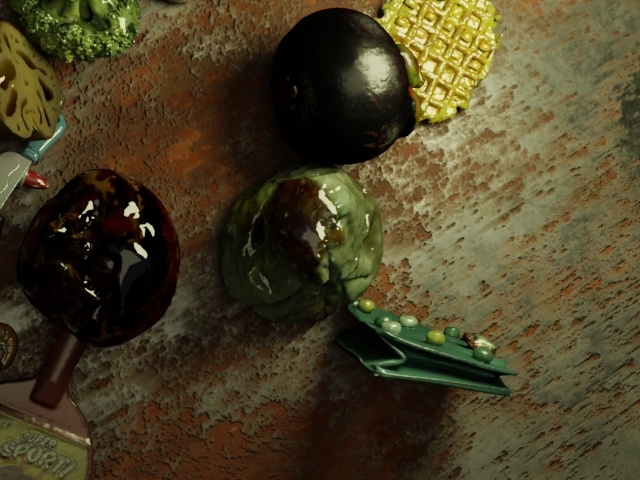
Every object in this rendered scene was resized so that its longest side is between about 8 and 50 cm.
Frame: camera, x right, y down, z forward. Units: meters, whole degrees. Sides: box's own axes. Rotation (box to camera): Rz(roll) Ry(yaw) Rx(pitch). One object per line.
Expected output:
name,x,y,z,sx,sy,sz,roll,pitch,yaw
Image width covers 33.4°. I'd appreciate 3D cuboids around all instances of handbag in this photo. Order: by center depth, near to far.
handbag,0.178,0.184,1.877,0.274,0.268,0.100,13,93,-12

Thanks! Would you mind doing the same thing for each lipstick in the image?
lipstick,-0.545,-0.125,1.783,0.186,0.057,0.063,24,52,-20

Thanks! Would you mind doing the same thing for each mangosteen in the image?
mangosteen,0.064,-0.274,1.883,0.302,0.275,0.275,-12,90,-34

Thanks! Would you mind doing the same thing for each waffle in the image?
waffle,0.223,-0.361,2.035,0.280,0.060,0.262,-17,95,-16

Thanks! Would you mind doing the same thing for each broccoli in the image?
broccoli,-0.418,-0.407,1.778,0.198,0.176,0.226,-32,118,-28

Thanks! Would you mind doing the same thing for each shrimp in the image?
shrimp,-0.568,0.174,1.771,0.127,0.025,0.091,16,83,-18

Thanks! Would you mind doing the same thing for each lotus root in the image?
lotus root,-0.542,-0.230,1.723,0.180,0.188,0.199,-13,52,15

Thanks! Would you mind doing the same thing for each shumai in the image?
shumai,0.000,0.000,1.836,0.304,0.263,0.309,19,81,-13

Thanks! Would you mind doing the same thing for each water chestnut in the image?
water chestnut,-0.355,0.027,1.733,0.289,0.244,0.289,1,88,-20

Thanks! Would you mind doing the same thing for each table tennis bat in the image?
table tennis bat,-0.493,0.331,1.776,0.268,0.051,0.415,27,82,-14

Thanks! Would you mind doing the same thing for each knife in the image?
knife,-0.503,-0.127,1.766,0.058,0.032,0.244,38,57,-12

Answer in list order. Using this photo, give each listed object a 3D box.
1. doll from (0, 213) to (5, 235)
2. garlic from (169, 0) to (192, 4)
doll,-0.599,-0.053,1.753,0.165,0.057,0.139,9,98,-30
garlic,-0.222,-0.500,1.891,0.124,0.099,0.174,25,75,5
